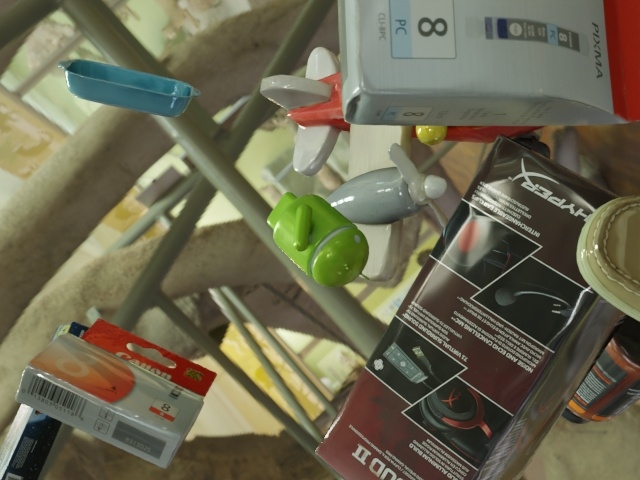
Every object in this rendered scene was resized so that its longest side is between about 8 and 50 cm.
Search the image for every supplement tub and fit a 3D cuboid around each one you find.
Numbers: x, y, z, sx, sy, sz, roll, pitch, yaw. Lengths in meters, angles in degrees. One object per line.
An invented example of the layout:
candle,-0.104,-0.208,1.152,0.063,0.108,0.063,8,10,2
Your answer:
supplement tub,0.384,0.176,1.014,0.106,0.106,0.198,46,146,19

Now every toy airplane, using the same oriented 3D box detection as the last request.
toy airplane,0.095,-0.200,0.941,0.386,0.384,0.272,52,-174,24

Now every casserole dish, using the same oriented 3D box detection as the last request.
casserole dish,-0.258,-0.204,1.021,0.188,0.037,0.114,11,-160,-13

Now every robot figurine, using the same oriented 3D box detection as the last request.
robot figurine,0.000,0.000,0.741,0.115,0.067,0.101,42,-170,32

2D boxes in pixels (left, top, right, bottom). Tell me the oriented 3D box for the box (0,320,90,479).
box,-0.377,0.228,1.030,0.044,0.233,0.159,26,162,-20

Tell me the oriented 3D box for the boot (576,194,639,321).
boot,0.221,0.017,0.307,0.213,0.077,0.165,20,175,15

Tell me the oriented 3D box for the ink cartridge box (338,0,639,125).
ink cartridge box,0.205,-0.255,0.633,0.091,0.385,0.308,116,152,-80

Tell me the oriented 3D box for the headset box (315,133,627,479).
headset box,0.138,0.087,0.583,0.110,0.293,0.218,35,-165,27

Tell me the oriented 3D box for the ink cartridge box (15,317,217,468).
ink cartridge box,-0.174,0.123,0.711,0.145,0.045,0.179,25,-160,-1
